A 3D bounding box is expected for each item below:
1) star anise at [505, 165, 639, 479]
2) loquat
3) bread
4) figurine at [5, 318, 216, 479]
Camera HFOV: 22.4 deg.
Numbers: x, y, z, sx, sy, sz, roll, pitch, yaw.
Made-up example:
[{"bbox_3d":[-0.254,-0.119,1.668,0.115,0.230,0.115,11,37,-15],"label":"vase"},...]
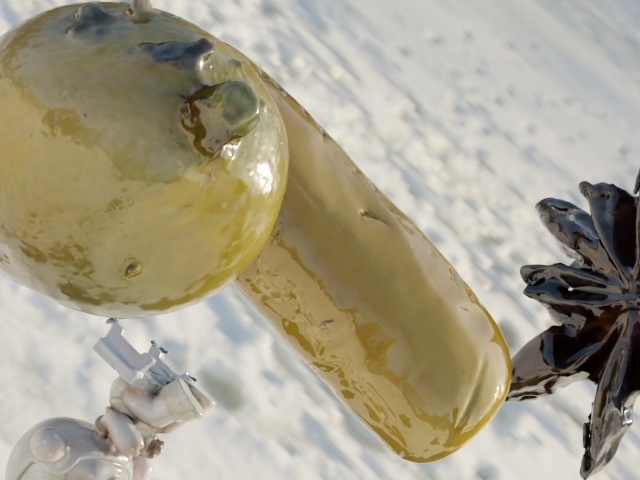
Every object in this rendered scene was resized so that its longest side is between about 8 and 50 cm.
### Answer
[{"bbox_3d":[0.247,0.049,1.244,0.212,0.283,0.129,9,-11,20],"label":"star anise"},{"bbox_3d":[-0.096,-0.044,0.807,0.172,0.204,0.149,31,58,-25],"label":"loquat"},{"bbox_3d":[0.000,0.000,1.004,0.305,0.091,0.142,46,23,-9],"label":"bread"},{"bbox_3d":[-0.251,0.218,1.741,0.144,0.257,0.182,45,2,5],"label":"figurine"}]
